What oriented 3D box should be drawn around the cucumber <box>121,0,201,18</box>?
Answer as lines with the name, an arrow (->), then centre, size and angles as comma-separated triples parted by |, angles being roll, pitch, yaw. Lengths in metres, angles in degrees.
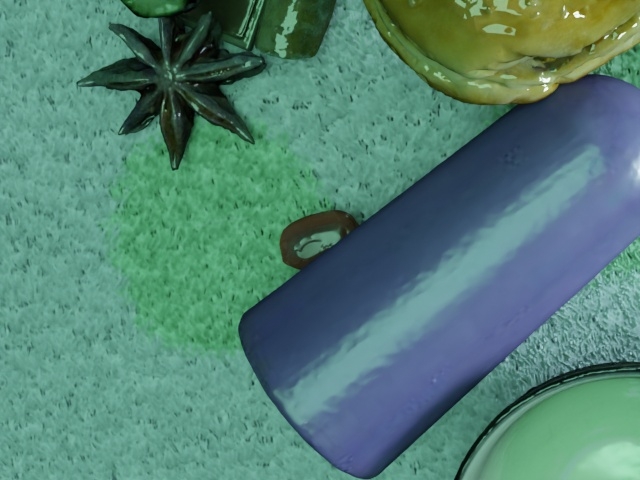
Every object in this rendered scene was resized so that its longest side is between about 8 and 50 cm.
cucumber -> -0.170, -0.288, 1.183 | 0.085, 0.193, 0.115 | -37, 117, 18

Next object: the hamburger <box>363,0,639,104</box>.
hamburger -> 0.177, -0.284, 1.065 | 0.304, 0.174, 0.284 | -32, 62, -5

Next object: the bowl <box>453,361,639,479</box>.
bowl -> 0.304, 0.274, 1.135 | 0.353, 0.185, 0.354 | 2, 98, 13

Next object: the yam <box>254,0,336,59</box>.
yam -> -0.011, -0.275, 1.192 | 0.078, 0.078, 0.179 | 20, 102, 10

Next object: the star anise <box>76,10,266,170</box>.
star anise -> -0.151, -0.167, 1.246 | 0.204, 0.061, 0.181 | -23, 100, 19

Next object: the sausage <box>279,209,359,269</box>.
sausage -> 0.000, 0.000, 1.237 | 0.094, 0.054, 0.059 | -17, 94, 14

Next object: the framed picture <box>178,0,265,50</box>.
framed picture -> -0.116, -0.361, 1.235 | 0.192, 0.018, 0.266 | 24, 103, 9

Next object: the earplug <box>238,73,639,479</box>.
earplug -> 0.150, 0.020, 1.134 | 0.456, 0.215, 0.215 | -41, 87, 12
